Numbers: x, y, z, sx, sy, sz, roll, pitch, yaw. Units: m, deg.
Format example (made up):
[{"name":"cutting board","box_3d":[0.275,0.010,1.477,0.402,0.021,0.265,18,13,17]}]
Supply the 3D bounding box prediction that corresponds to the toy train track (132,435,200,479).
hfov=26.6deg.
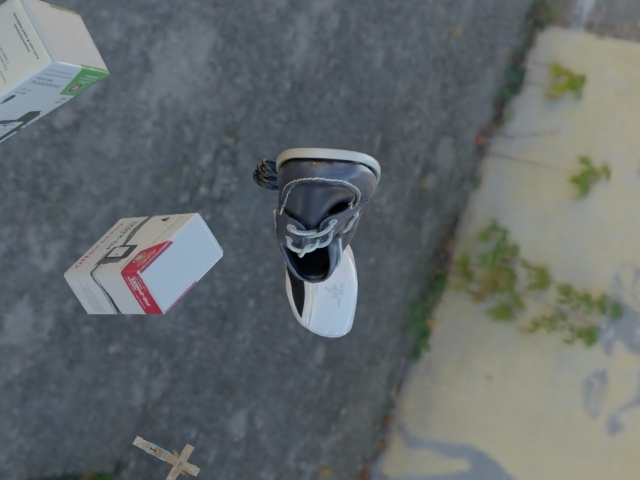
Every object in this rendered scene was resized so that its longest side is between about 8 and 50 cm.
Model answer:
[{"name":"toy train track","box_3d":[-0.175,0.243,1.530,0.048,0.083,0.014,-59,-162,1]}]

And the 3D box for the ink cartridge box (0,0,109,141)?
[{"name":"ink cartridge box","box_3d":[-0.358,-0.169,1.466,0.087,0.208,0.153,62,14,5]}]

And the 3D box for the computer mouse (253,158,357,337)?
[{"name":"computer mouse","box_3d":[0.000,0.000,1.261,0.106,0.193,0.042,8,143,-31]}]

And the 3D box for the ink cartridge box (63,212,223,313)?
[{"name":"ink cartridge box","box_3d":[-0.202,0.027,1.524,0.109,0.150,0.063,-48,120,-34]}]

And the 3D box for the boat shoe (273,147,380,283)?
[{"name":"boat shoe","box_3d":[0.002,-0.016,0.987,0.206,0.075,0.065,102,-7,-76]}]
